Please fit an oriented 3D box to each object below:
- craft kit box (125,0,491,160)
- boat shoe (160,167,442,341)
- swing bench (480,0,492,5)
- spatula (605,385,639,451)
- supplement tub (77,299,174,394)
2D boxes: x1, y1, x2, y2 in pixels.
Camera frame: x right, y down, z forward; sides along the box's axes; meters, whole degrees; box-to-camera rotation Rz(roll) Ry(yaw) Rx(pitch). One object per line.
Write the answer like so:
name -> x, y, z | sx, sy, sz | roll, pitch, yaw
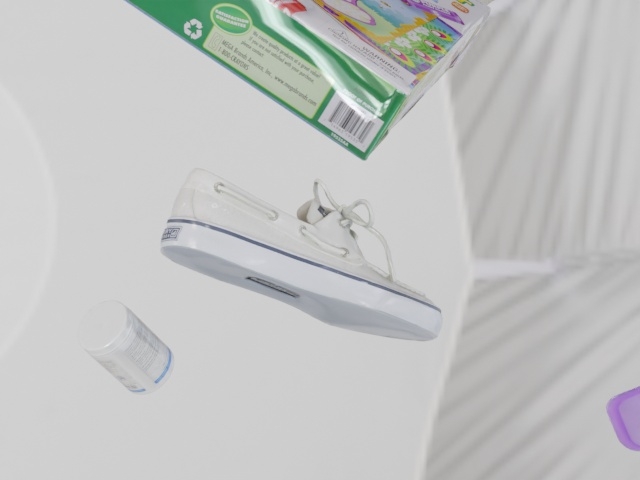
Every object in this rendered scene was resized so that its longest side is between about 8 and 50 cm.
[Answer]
craft kit box -> -0.029, -0.169, 0.964 | 0.250, 0.061, 0.246 | 34, -157, 3
boat shoe -> -0.005, 0.001, 1.832 | 0.367, 0.156, 0.136 | 21, 163, -19
swing bench -> 0.150, -0.372, 1.395 | 0.253, 0.254, 0.165 | -33, 149, 8
spatula -> 0.420, 0.140, 1.445 | 0.296, 0.084, 0.030 | -14, -145, 18
supplement tub -> -0.223, 0.125, 1.782 | 0.071, 0.071, 0.107 | 6, 148, 35
